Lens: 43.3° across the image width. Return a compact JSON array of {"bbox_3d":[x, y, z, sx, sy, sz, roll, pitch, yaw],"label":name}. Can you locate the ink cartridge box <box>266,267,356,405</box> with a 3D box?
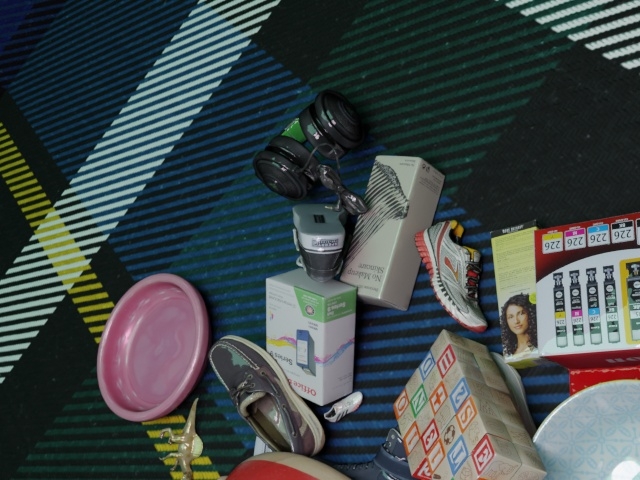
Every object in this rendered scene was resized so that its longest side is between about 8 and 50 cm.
[{"bbox_3d":[-0.019,0.176,1.491,0.154,0.093,0.212,17,114,42],"label":"ink cartridge box"}]

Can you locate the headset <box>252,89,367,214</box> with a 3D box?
[{"bbox_3d":[-0.003,-0.166,1.609,0.243,0.185,0.394,-44,19,7],"label":"headset"}]

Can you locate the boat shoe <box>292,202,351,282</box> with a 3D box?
[{"bbox_3d":[0.004,0.000,1.535,0.306,0.113,0.104,-110,21,-73],"label":"boat shoe"}]

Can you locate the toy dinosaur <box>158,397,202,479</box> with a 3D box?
[{"bbox_3d":[-0.288,0.421,1.697,0.093,0.053,0.183,1,79,22],"label":"toy dinosaur"}]

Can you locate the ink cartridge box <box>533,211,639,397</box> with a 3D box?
[{"bbox_3d":[0.481,0.103,1.159,0.310,0.130,0.271,-12,66,34],"label":"ink cartridge box"}]

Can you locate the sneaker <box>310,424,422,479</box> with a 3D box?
[{"bbox_3d":[0.086,0.375,1.375,0.226,0.086,0.163,18,94,32],"label":"sneaker"}]

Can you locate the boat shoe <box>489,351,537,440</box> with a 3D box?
[{"bbox_3d":[0.290,0.260,1.287,0.066,0.063,0.184,-27,57,27],"label":"boat shoe"}]

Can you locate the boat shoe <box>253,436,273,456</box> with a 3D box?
[{"bbox_3d":[-0.080,0.387,1.514,0.076,0.083,0.226,-2,69,8],"label":"boat shoe"}]

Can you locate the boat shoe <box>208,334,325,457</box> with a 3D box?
[{"bbox_3d":[-0.111,0.286,1.468,0.285,0.092,0.103,47,113,19],"label":"boat shoe"}]

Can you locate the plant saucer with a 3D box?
[{"bbox_3d":[-0.360,0.241,1.796,0.332,0.084,0.331,-16,61,33],"label":"plant saucer"}]

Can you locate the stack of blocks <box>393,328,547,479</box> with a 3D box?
[{"bbox_3d":[0.211,0.292,1.209,0.171,0.087,0.297,-61,17,21],"label":"stack of blocks"}]

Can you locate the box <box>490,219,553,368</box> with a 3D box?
[{"bbox_3d":[0.339,0.088,1.325,0.087,0.058,0.232,-18,61,32],"label":"box"}]

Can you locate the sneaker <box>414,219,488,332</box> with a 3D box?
[{"bbox_3d":[0.239,0.057,1.398,0.093,0.088,0.225,-31,57,19],"label":"sneaker"}]

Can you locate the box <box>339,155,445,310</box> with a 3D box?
[{"bbox_3d":[0.133,-0.016,1.506,0.113,0.094,0.275,7,76,41],"label":"box"}]

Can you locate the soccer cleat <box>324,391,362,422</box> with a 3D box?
[{"bbox_3d":[0.043,0.306,1.482,0.083,0.036,0.029,-40,52,19],"label":"soccer cleat"}]

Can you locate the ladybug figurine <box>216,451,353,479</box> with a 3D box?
[{"bbox_3d":[-0.026,0.523,1.303,0.450,0.162,0.304,24,109,32],"label":"ladybug figurine"}]

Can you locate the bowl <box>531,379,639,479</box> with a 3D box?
[{"bbox_3d":[0.433,0.345,1.069,0.290,0.156,0.289,-23,51,32],"label":"bowl"}]
